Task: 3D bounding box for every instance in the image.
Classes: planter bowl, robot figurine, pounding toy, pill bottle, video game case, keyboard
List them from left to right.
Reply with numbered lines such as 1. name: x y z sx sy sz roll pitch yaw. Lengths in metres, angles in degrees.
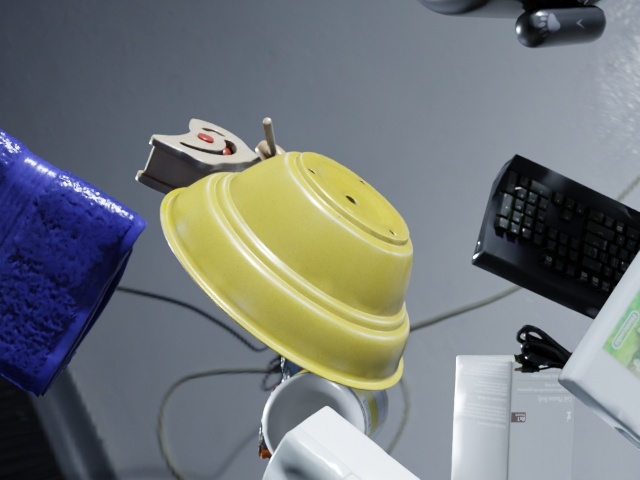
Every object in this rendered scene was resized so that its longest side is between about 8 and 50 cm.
1. pounding toy: -0.172 -0.159 1.696 0.154 0.269 0.154 33 112 24
2. planter bowl: 0.000 0.000 0.762 0.217 0.217 0.090 47 109 24
3. pill bottle: 0.014 0.175 1.094 0.103 0.184 0.103 1 92 15
4. robot figurine: 0.177 -0.292 0.990 0.174 0.278 0.209 21 112 48
5. keyboard: 0.286 0.059 1.019 0.033 0.317 0.201 -26 44 66
6. video game case: 0.284 0.064 0.698 0.193 0.023 0.212 39 76 -12

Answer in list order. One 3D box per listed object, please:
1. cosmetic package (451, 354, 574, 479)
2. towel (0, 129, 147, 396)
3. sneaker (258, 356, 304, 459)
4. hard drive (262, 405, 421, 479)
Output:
1. cosmetic package: 0.237 0.261 1.305 0.107 0.127 0.237 -6 82 51
2. towel: -0.363 -0.006 1.116 0.308 0.076 0.227 32 96 -5
3. sneaker: -0.005 0.155 1.232 0.087 0.083 0.221 17 93 -6
4. hard drive: 0.081 0.231 0.411 0.307 0.040 0.203 36 127 24
